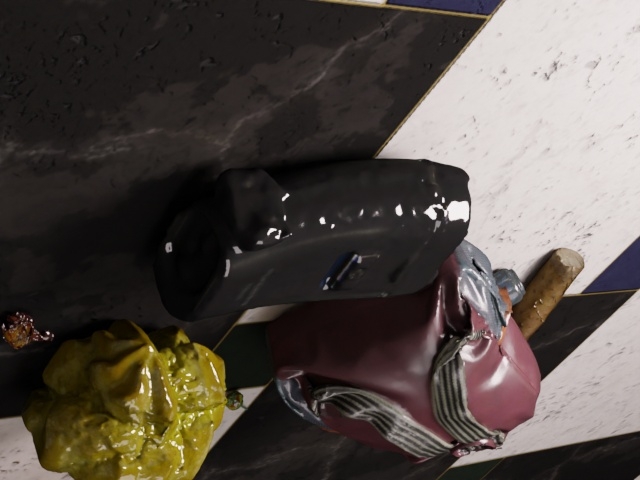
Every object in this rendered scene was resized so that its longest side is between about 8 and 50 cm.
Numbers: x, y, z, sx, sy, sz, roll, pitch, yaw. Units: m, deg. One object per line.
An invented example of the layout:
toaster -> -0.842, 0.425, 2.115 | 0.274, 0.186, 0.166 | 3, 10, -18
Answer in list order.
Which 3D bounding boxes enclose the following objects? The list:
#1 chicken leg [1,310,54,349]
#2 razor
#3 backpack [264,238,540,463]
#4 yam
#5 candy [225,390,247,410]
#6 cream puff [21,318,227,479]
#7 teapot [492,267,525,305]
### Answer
chicken leg -> -0.298, 0.093, 1.543 | 0.036, 0.021, 0.083 | -39, 154, -1
razor -> -0.003, -0.003, 1.572 | 0.327, 0.107, 0.189 | -7, 146, -37
backpack -> 0.120, 0.160, 1.829 | 0.283, 0.197, 0.317 | -27, 131, 16
yam -> 0.290, 0.096, 2.107 | 0.056, 0.057, 0.241 | -10, 148, -34
candy -> -0.102, 0.206, 1.951 | 0.023, 0.025, 0.083 | -4, 166, 12
cream puff -> -0.196, 0.171, 1.624 | 0.221, 0.195, 0.195 | -14, 150, -38
teapot -> 0.220, 0.068, 2.007 | 0.083, 0.063, 0.049 | -27, 122, 0
